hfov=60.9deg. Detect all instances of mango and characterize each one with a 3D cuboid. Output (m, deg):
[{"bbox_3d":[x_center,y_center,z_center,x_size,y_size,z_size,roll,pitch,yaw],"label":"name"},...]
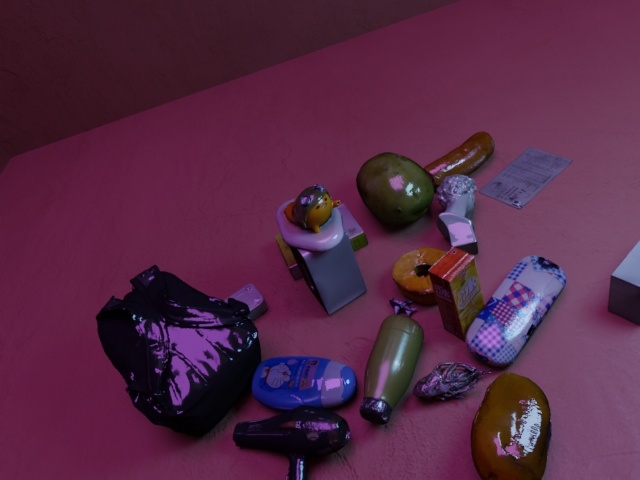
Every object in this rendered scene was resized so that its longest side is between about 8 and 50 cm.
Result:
[{"bbox_3d":[0.374,0.378,1.083,0.151,0.156,0.249,-35,25,49],"label":"mango"}]

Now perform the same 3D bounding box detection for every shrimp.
[{"bbox_3d":[0.303,0.319,1.243,0.190,0.075,0.073,-11,8,0],"label":"shrimp"}]

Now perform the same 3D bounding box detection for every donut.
[{"bbox_3d":[0.291,0.099,1.485,0.190,0.075,0.174,7,50,37],"label":"donut"}]

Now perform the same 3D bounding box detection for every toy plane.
[{"bbox_3d":[0.218,0.176,1.466,0.078,0.031,0.083,-30,40,-32],"label":"toy plane"}]

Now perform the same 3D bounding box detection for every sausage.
[{"bbox_3d":[0.460,-0.262,1.778,0.270,0.109,0.109,-34,41,-12],"label":"sausage"}]

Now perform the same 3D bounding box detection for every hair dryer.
[{"bbox_3d":[-0.090,0.538,1.183,0.303,0.120,0.360,-13,49,25],"label":"hair dryer"}]

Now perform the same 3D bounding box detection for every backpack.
[{"bbox_3d":[-0.384,0.262,1.425,0.445,0.255,0.363,29,61,25],"label":"backpack"}]

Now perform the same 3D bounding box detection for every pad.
[{"bbox_3d":[0.639,-0.202,1.699,0.265,0.009,0.159,-39,42,-18],"label":"pad"}]

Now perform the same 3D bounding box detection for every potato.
[{"bbox_3d":[0.228,-0.165,1.704,0.215,0.216,0.304,-31,28,-9],"label":"potato"}]

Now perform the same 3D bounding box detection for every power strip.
[{"bbox_3d":[-0.333,0.271,1.593,0.385,0.062,0.091,-35,51,-13],"label":"power strip"}]

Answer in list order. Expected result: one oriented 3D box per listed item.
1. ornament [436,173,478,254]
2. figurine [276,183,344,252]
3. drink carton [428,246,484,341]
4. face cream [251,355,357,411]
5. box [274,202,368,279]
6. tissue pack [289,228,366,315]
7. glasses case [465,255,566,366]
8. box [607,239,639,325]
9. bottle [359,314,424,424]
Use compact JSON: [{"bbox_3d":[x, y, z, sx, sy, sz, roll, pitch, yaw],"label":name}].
[{"bbox_3d":[0.396,-0.080,1.585,0.120,0.130,0.285,-2,45,16],"label":"ornament"},{"bbox_3d":[-0.048,-0.087,1.414,0.166,0.141,0.249,-42,44,-22],"label":"figurine"},{"bbox_3d":[0.333,0.131,1.311,0.096,0.223,0.071,-40,41,-20],"label":"drink carton"},{"bbox_3d":[-0.036,0.355,1.349,0.263,0.083,0.149,-4,45,21],"label":"face cream"},{"bbox_3d":[-0.001,0.000,1.738,0.260,0.062,0.175,-26,40,-4],"label":"box"},{"bbox_3d":[0.014,0.057,1.525,0.135,0.246,0.159,-30,40,-9],"label":"tissue pack"},{"bbox_3d":[0.474,0.164,1.315,0.125,0.076,0.327,31,63,30],"label":"glasses case"},{"bbox_3d":[0.763,0.068,1.250,0.225,0.130,0.086,-40,43,-19],"label":"box"},{"bbox_3d":[0.163,0.305,1.287,0.112,0.112,0.260,4,47,28],"label":"bottle"}]
